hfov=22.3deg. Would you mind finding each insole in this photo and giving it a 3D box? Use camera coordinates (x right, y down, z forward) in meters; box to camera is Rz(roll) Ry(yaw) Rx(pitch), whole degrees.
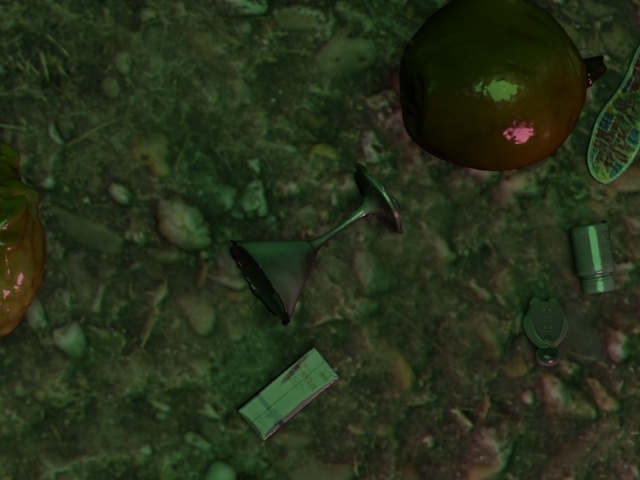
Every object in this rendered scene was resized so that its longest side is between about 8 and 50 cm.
[{"bbox_3d":[0.374,-0.158,1.962,0.065,0.006,0.193,28,85,-6],"label":"insole"}]

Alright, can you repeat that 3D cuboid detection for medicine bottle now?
[{"bbox_3d":[0.324,0.020,1.929,0.047,0.047,0.083,-9,90,-8],"label":"medicine bottle"}]

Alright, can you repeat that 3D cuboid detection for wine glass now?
[{"bbox_3d":[0.000,0.000,1.856,0.183,0.122,0.122,-35,93,-11],"label":"wine glass"}]

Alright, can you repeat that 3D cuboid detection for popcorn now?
[{"bbox_3d":[-0.395,0.011,1.772,0.190,0.191,0.254,39,84,-39],"label":"popcorn"}]

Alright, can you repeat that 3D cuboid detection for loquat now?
[{"bbox_3d":[0.212,-0.178,1.846,0.246,0.213,0.213,-9,89,-16],"label":"loquat"}]

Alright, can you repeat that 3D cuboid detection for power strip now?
[{"bbox_3d":[0.266,0.109,1.931,0.055,0.035,0.083,0,75,-8],"label":"power strip"}]

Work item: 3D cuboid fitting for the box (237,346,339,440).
[{"bbox_3d":[-0.038,0.177,1.882,0.117,0.036,0.051,-38,93,-8],"label":"box"}]
